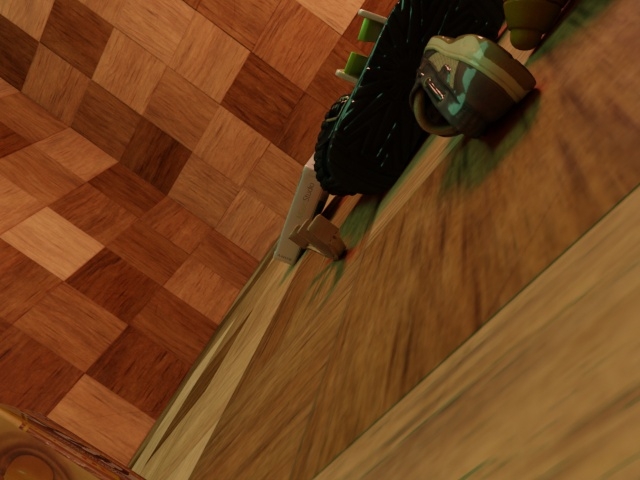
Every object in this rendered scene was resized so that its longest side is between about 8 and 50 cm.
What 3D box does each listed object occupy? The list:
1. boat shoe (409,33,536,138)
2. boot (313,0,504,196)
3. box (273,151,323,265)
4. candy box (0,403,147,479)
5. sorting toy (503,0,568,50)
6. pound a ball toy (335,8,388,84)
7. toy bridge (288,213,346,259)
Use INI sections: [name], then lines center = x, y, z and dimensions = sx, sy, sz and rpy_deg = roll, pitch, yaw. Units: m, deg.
[boat shoe]
center = 0.112, -0.129, 0.513
dimensions = 0.073, 0.080, 0.223
rpy_deg = -48, 11, 9
[boot]
center = 0.104, -0.216, 0.852
dimensions = 0.348, 0.131, 0.260
rpy_deg = -54, 5, 4
[box]
center = -0.012, -0.112, 1.352
dimensions = 0.322, 0.058, 0.232
rpy_deg = -61, -6, -62
[candy box]
center = -0.197, 0.217, 0.468
dimensions = 0.088, 0.183, 0.316
rpy_deg = -58, 6, -26
[sorting toy]
center = 0.186, -0.204, 0.380
dimensions = 0.365, 0.127, 0.126
rpy_deg = -85, 4, -79
[pound a ball toy]
center = 0.144, -0.328, 1.179
dimensions = 0.319, 0.135, 0.208
rpy_deg = -30, -35, -64
[toy bridge]
center = 0.000, 0.000, 0.757
dimensions = 0.026, 0.063, 0.188
rpy_deg = -55, 7, -8
